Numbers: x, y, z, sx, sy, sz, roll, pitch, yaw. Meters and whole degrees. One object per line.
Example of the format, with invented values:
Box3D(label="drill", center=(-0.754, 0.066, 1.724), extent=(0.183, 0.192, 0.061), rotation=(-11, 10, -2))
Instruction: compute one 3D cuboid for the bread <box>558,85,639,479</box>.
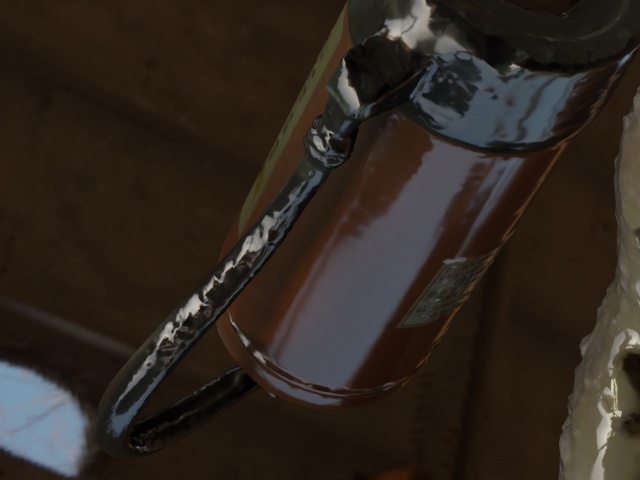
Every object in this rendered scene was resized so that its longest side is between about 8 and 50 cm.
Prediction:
Box3D(label="bread", center=(0.152, 0.009, 0.557), extent=(0.183, 0.102, 0.337), rotation=(-25, -50, -46))

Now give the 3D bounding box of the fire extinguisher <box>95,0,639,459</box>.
Box3D(label="fire extinguisher", center=(-0.002, -0.010, 0.858), extent=(0.200, 0.376, 0.113), rotation=(-8, -118, -22))
